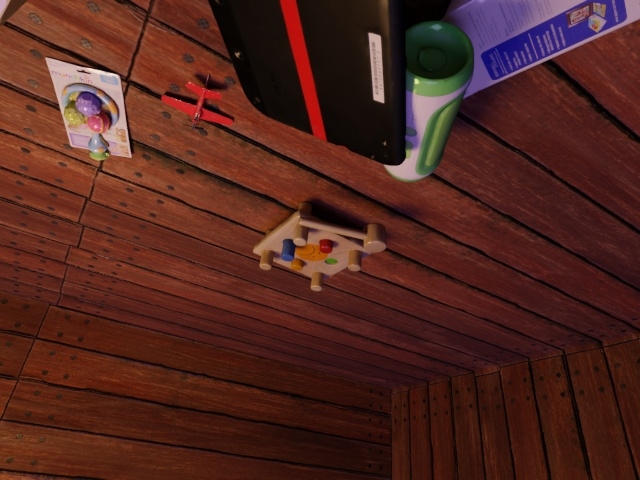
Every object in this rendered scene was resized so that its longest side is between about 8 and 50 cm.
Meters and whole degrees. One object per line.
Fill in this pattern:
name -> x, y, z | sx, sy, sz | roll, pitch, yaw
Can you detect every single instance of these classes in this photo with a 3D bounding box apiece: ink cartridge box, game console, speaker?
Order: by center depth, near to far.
game console -> -0.023, -0.299, 0.636 | 0.342, 0.060, 0.386 | 27, 157, 25
ink cartridge box -> 0.327, -0.349, 0.649 | 0.333, 0.065, 0.165 | -19, 141, 31
speaker -> 0.167, -0.214, 0.737 | 0.131, 0.131, 0.296 | 2, 161, 5

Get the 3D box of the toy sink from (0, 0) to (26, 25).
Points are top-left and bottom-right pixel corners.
toy sink -> -0.448, -0.404, 0.568 | 0.131, 0.234, 0.153 | -42, 128, 20

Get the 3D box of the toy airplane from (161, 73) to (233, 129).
toy airplane -> -0.244, -0.274, 0.888 | 0.151, 0.028, 0.151 | 3, 149, 1

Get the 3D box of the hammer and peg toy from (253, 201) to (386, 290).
hammer and peg toy -> 0.000, 0.000, 1.205 | 0.266, 0.127, 0.361 | 25, 143, -26

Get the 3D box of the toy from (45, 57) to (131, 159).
toy -> -0.489, -0.256, 0.927 | 0.137, 0.056, 0.237 | 10, 148, -11
